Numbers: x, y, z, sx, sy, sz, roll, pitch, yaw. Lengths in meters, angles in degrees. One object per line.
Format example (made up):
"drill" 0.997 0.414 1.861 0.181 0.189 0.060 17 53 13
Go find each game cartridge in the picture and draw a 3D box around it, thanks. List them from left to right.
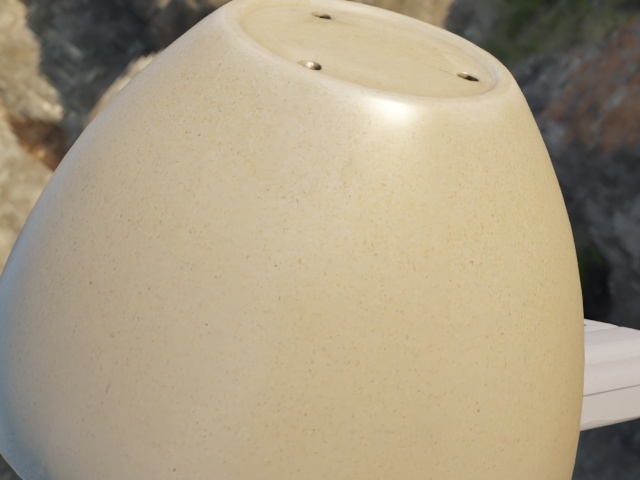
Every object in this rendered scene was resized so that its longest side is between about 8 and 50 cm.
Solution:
"game cartridge" 0.083 0.078 1.106 0.294 0.196 0.060 8 94 44

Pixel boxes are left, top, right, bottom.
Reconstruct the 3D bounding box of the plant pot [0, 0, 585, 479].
"plant pot" 0.000 0.000 0.734 0.284 0.284 0.191 -76 1 -66
